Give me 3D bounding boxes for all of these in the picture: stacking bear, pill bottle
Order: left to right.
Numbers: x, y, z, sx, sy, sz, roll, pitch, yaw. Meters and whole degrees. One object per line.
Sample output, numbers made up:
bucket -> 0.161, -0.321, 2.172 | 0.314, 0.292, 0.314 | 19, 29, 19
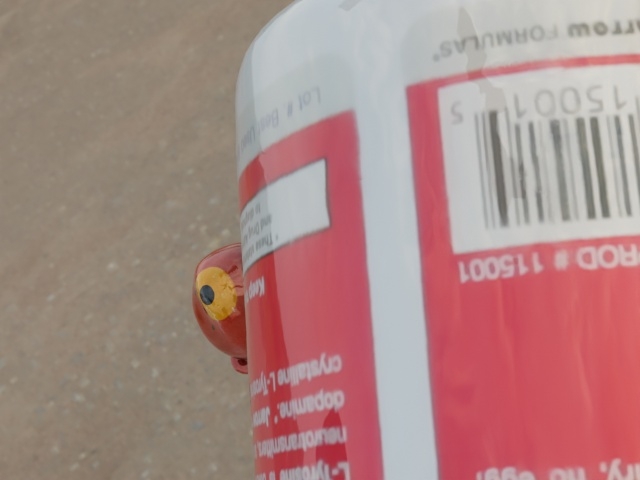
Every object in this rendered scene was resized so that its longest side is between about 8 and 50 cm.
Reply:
stacking bear -> 0.000, 0.000, 1.035 | 0.289, 0.175, 0.164 | -40, -20, 24
pill bottle -> 0.093, 0.119, 0.412 | 0.229, 0.229, 0.408 | -12, 75, 32
